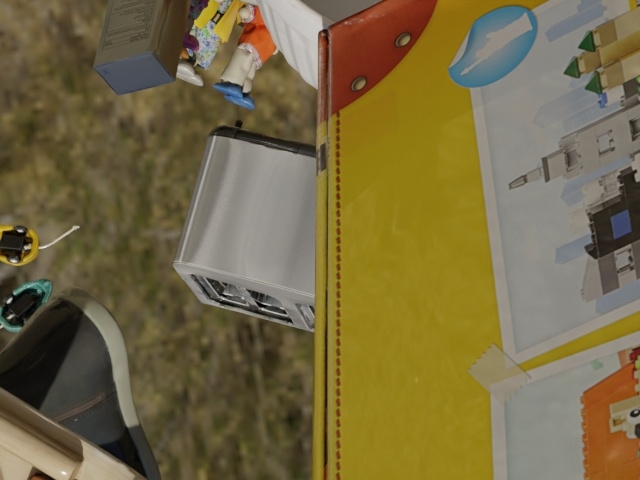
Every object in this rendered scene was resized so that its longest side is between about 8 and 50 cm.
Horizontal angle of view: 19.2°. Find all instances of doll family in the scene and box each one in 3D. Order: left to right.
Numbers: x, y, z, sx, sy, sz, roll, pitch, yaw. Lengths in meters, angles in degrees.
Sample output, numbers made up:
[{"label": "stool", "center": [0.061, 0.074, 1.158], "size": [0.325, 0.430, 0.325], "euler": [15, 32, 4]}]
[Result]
[{"label": "doll family", "center": [-0.117, -0.257, 1.908], "size": [0.118, 0.163, 0.263], "euler": [19, 170, 21]}]

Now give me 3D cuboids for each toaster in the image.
[{"label": "toaster", "center": [0.000, 0.000, 1.295], "size": [0.168, 0.110, 0.185], "euler": [14, 167, 10]}]

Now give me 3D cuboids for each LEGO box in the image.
[{"label": "LEGO box", "center": [0.197, 0.073, 0.647], "size": [0.372, 0.193, 0.500], "euler": [-24, -137, 25]}]

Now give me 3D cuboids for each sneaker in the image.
[{"label": "sneaker", "center": [-0.180, 0.143, 1.240], "size": [0.083, 0.222, 0.118], "euler": [25, -131, 37]}]

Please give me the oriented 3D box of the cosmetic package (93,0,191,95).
[{"label": "cosmetic package", "center": [-0.145, -0.180, 1.563], "size": [0.060, 0.041, 0.115], "euler": [-10, -128, 26]}]

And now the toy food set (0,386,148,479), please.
[{"label": "toy food set", "center": [-0.253, 0.149, 0.919], "size": [0.306, 0.219, 0.092], "euler": [31, -177, 5]}]

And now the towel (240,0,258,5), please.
[{"label": "towel", "center": [-0.040, -0.239, 0.943], "size": [0.037, 0.237, 0.329], "euler": [36, -165, 28]}]

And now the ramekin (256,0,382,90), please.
[{"label": "ramekin", "center": [0.057, -0.152, 0.940], "size": [0.207, 0.207, 0.109], "euler": [-11, 154, -5]}]

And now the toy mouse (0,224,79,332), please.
[{"label": "toy mouse", "center": [-0.320, 0.054, 1.857], "size": [0.161, 0.143, 0.031], "euler": [1, 155, 5]}]
